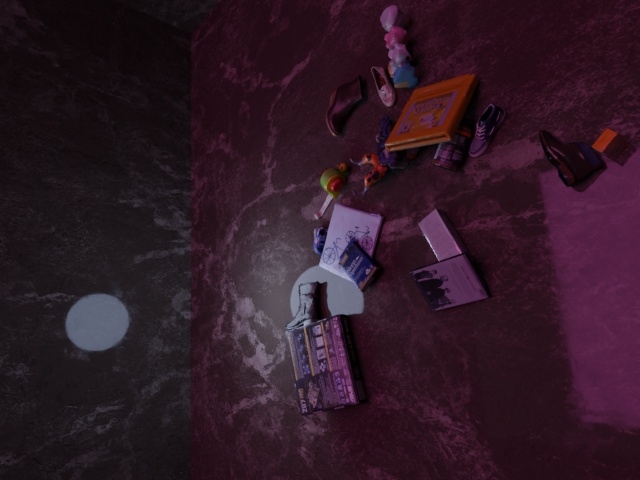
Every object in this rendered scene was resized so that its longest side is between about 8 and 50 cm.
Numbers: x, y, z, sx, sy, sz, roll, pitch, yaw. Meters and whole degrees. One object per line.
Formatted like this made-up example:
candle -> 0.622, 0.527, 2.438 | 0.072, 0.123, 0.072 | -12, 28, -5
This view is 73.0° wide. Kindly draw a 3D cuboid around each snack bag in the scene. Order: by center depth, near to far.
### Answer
snack bag -> 0.136, 0.010, 2.016 | 0.323, 0.037, 0.342 | 22, 102, 47

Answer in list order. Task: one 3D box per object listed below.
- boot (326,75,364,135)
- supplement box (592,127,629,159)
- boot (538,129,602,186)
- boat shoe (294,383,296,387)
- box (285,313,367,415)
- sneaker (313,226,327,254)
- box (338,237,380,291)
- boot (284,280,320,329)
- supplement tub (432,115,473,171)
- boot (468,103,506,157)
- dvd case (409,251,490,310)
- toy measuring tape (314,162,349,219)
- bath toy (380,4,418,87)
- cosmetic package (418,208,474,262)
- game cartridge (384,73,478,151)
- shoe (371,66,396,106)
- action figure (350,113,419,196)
boot -> 0.123, -0.645, 2.076 | 0.207, 0.090, 0.248 | -15, 70, 49
supplement box -> 0.825, -0.272, 1.228 | 0.062, 0.098, 0.036 | -61, 42, 25
boot -> 0.765, -0.274, 1.336 | 0.106, 0.082, 0.219 | -25, 60, 20
boat shoe -> -0.069, 0.627, 2.138 | 0.081, 0.079, 0.227 | 44, 111, 49
box -> 0.018, 0.569, 1.976 | 0.318, 0.097, 0.394 | -24, 67, 26
sneaker -> 0.000, 0.000, 2.157 | 0.059, 0.053, 0.144 | -12, 77, 45
box -> 0.160, 0.103, 1.925 | 0.225, 0.037, 0.136 | 52, 122, 39
boot -> -0.088, 0.333, 2.201 | 0.263, 0.091, 0.228 | -24, 62, 40
supplement tub -> 0.497, -0.363, 1.607 | 0.106, 0.106, 0.197 | 31, 107, 46
boot -> 0.574, -0.391, 1.537 | 0.069, 0.086, 0.190 | 46, 118, 41
dvd case -> 0.464, 0.155, 1.566 | 0.239, 0.030, 0.179 | -26, 97, 43
toy measuring tape -> 0.028, -0.242, 2.112 | 0.330, 0.121, 0.121 | -57, 48, 27
bath toy -> 0.337, -0.826, 1.837 | 0.151, 0.129, 0.348 | 144, 123, -62
cosmetic package -> 0.468, 0.005, 1.621 | 0.099, 0.060, 0.239 | -44, 55, 35
game cartridge -> 0.418, -0.486, 1.639 | 0.285, 0.053, 0.323 | 1, 56, 48
shoe -> 0.278, -0.689, 1.932 | 0.077, 0.058, 0.219 | -35, 60, 40
action figure -> 0.283, -0.367, 1.853 | 0.330, 0.178, 0.341 | -25, 42, 37
